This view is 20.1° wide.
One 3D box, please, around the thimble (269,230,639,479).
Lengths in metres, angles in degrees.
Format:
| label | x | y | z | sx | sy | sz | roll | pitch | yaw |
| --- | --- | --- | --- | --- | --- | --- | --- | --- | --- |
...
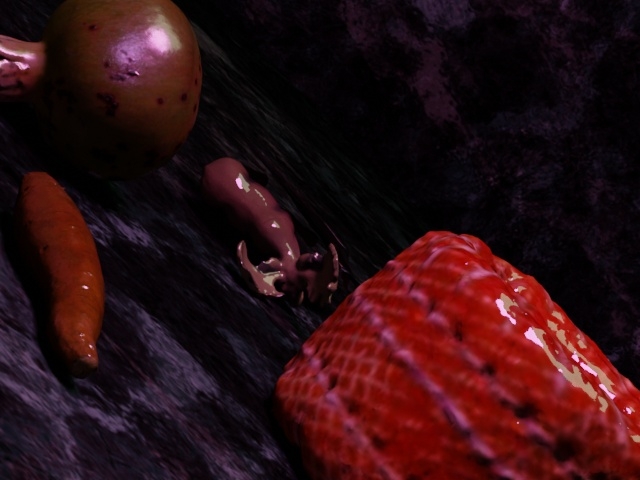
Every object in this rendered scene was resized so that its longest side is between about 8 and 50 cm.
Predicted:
| label | x | y | z | sx | sy | sz | roll | pitch | yaw |
| --- | --- | --- | --- | --- | --- | --- | --- | --- | --- |
| thimble | 0.147 | 0.170 | 1.544 | 0.350 | 0.230 | 0.350 | 45 | 7 | -7 |

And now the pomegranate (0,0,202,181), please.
| label | x | y | z | sx | sy | sz | roll | pitch | yaw |
| --- | --- | --- | --- | --- | --- | --- | --- | --- | --- |
| pomegranate | -0.208 | -0.157 | 1.656 | 0.210 | 0.179 | 0.179 | 31 | 10 | -6 |

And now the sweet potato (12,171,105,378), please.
| label | x | y | z | sx | sy | sz | roll | pitch | yaw |
| --- | --- | --- | --- | --- | --- | --- | --- | --- | --- |
| sweet potato | -0.184 | 0.019 | 1.299 | 0.057 | 0.057 | 0.264 | 38 | 12 | -35 |

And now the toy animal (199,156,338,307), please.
| label | x | y | z | sx | sy | sz | roll | pitch | yaw |
| --- | --- | --- | --- | --- | --- | --- | --- | --- | --- |
| toy animal | -0.056 | -0.001 | 1.907 | 0.214 | 0.094 | 0.186 | 47 | 0 | 13 |

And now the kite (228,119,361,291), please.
| label | x | y | z | sx | sy | sz | roll | pitch | yaw |
| --- | --- | --- | --- | --- | --- | --- | --- | --- | --- |
| kite | 0.003 | -0.002 | 2.062 | 0.204 | 0.022 | 0.360 | 49 | -5 | 34 |
